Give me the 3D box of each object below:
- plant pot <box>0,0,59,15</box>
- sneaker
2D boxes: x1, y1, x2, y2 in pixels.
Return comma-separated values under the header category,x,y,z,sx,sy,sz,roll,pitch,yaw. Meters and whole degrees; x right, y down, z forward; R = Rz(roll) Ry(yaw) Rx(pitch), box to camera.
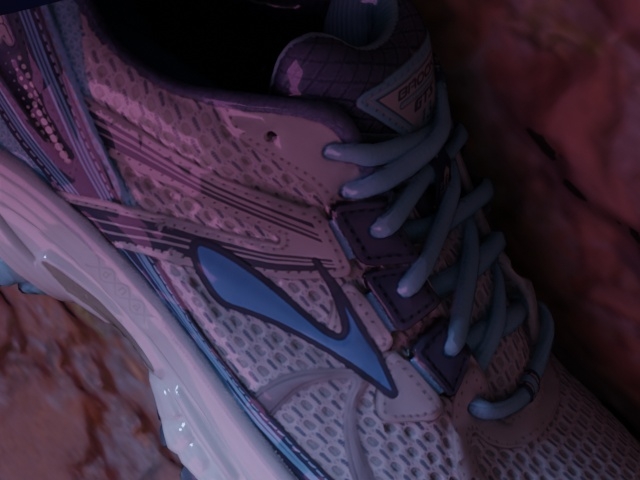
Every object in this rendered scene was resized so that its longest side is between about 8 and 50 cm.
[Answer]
category,x,y,z,sx,sy,sz,roll,pitch,yaw
plant pot,-0.128,-0.156,0.364,0.236,0.212,0.236,17,136,20
sneaker,0.000,0.000,0.512,0.283,0.110,0.122,38,123,-7
